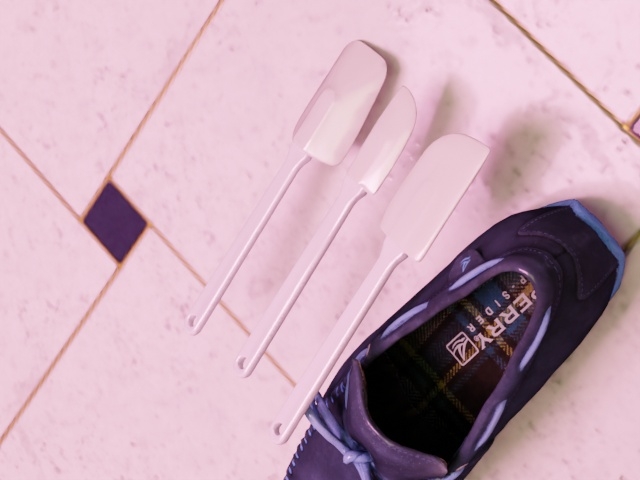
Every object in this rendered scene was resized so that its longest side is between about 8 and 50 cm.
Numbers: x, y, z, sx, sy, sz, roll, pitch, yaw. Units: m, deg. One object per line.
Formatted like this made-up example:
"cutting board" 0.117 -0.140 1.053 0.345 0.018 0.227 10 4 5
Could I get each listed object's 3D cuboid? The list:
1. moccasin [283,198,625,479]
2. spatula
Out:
"moccasin" 0.055 0.100 0.927 0.138 0.117 0.342 42 123 16
"spatula" 0.000 0.000 0.928 0.168 0.019 0.242 45 110 39
